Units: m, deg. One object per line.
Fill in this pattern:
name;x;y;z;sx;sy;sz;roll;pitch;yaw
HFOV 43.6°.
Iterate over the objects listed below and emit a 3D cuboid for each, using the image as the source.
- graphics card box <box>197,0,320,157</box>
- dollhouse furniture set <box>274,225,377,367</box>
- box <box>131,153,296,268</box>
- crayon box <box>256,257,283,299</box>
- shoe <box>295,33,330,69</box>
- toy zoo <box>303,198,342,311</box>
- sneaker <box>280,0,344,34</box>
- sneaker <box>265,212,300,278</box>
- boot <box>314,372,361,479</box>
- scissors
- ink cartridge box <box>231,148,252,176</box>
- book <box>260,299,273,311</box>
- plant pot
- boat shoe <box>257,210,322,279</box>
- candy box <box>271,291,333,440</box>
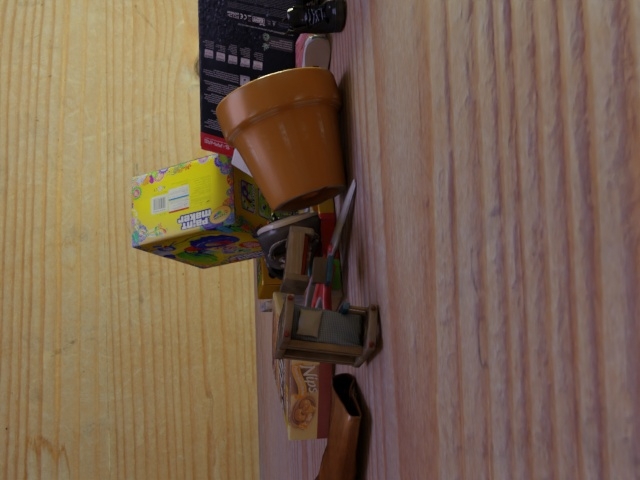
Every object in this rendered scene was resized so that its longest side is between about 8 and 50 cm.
graphics card box;-0.129;-0.340;1.614;0.094;0.232;0.371;-48;-32;-50
dollhouse furniture set;0.010;0.074;1.154;0.129;0.129;0.184;112;164;-68
box;-0.246;-0.064;1.901;0.279;0.289;0.177;23;-121;-58
crayon box;-0.129;0.034;2.171;0.203;0.083;0.323;118;149;-73
shoe;-0.019;-0.310;1.488;0.081;0.063;0.178;-100;18;-52
toy zoo;0.000;0.000;1.496;0.192;0.030;0.293;109;158;-65
sneaker;-0.015;-0.372;1.347;0.170;0.089;0.051;-142;51;-79
sneaker;-0.066;0.035;1.717;0.276;0.097;0.135;-111;22;-71
boot;0.043;0.380;1.208;0.264;0.096;0.281;-93;12;-69
scissors;0.012;0.022;1.320;0.109;0.021;0.297;-123;39;-61
ink cartridge box;-0.086;-0.175;1.590;0.045;0.179;0.145;-39;-25;-49
book;-0.086;0.151;1.863;0.144;0.096;0.035;140;128;-79
plant pot;-0.047;-0.153;1.312;0.205;0.205;0.188;128;125;-76
boat shoe;-0.045;0.016;1.396;0.335;0.112;0.096;130;121;-84
candy box;-0.041;0.241;1.613;0.316;0.087;0.183;-117;27;-71
